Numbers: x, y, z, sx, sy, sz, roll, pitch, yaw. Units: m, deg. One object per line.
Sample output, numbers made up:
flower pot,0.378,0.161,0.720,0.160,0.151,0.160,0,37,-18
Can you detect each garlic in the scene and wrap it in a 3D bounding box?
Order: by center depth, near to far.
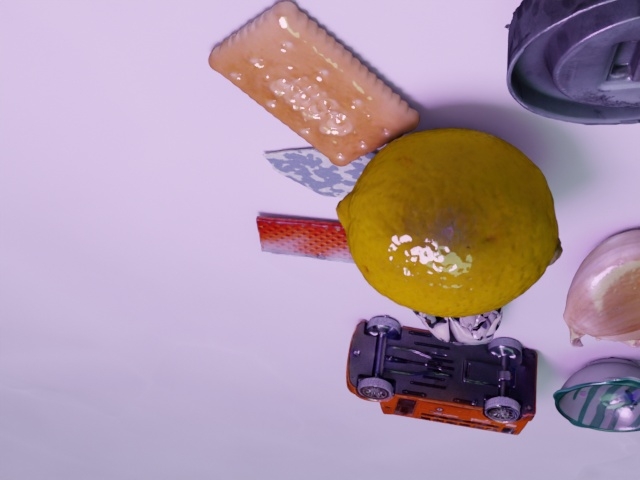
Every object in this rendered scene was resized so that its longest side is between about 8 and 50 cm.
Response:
garlic,0.467,0.074,1.475,0.227,0.110,0.217,-14,128,17

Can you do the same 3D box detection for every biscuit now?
biscuit,-0.008,-0.189,1.277,0.249,0.030,0.160,37,138,-30

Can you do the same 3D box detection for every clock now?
clock,0.344,-0.207,1.040,0.312,0.062,0.312,-2,162,-1

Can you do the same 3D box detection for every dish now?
dish,0.527,0.266,1.762,0.246,0.078,0.224,15,147,-4

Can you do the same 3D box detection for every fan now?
fan,0.037,-0.097,1.428,0.240,0.009,0.131,7,147,7

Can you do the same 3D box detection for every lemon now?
lemon,0.165,-0.023,1.292,0.267,0.267,0.267,8,147,5

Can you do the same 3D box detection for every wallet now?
wallet,0.000,0.000,1.573,0.196,0.020,0.103,6,147,7

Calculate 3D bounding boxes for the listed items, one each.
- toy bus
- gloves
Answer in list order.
toy bus,0.206,0.244,1.769,0.329,0.143,0.153,9,147,0
gloves,0.219,0.102,1.589,0.127,0.111,0.212,24,156,27
